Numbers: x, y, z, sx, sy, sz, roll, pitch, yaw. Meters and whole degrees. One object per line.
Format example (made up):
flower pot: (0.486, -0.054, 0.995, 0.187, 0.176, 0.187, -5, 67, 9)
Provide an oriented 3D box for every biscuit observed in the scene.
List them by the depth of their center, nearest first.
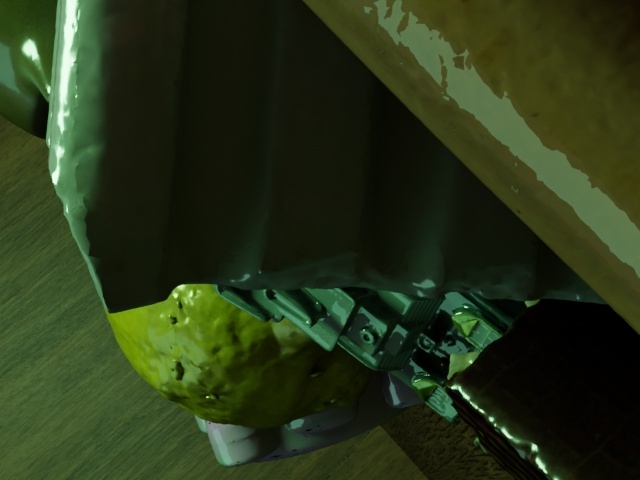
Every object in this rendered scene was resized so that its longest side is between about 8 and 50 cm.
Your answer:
biscuit: (0.169, 0.112, 0.523, 0.252, 0.106, 0.070, 41, 168, 45)

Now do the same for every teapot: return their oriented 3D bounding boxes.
teapot: (-0.154, -0.155, 0.825, 0.175, 0.185, 0.267, 37, -152, 2)

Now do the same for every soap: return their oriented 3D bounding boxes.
soap: (0.016, -0.124, 0.490, 0.159, 0.258, 0.302, -160, 74, -76)

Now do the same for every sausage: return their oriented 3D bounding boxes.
sausage: (0.063, -0.065, 0.342, 0.289, 0.086, 0.086, 47, 172, 11)

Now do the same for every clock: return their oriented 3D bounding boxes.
clock: (-0.005, 0.144, 1.128, 0.227, 0.248, 0.090, -165, 55, -76)

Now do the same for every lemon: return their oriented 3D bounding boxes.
lemon: (-0.063, 0.036, 0.955, 0.245, 0.245, 0.320, 53, 168, -26)

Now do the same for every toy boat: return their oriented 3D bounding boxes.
toy boat: (-0.001, 0.003, 0.750, 0.296, 0.122, 0.114, 35, 137, 11)
